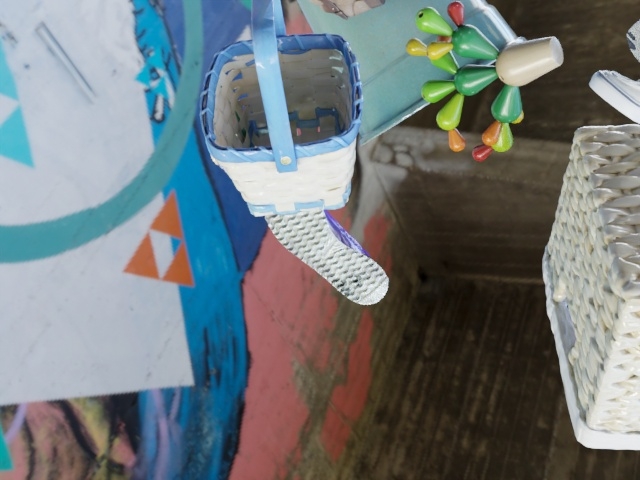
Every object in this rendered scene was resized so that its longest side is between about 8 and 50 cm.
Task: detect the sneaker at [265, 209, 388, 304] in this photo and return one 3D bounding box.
[{"bbox_3d":[0.000,0.001,1.469,0.102,0.293,0.146,-43,-173,3],"label":"sneaker"}]

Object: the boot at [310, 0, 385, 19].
[{"bbox_3d":[0.017,-0.288,0.864,0.087,0.118,0.042,6,-113,30],"label":"boot"}]

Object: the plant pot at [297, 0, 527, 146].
[{"bbox_3d":[0.129,-0.397,1.373,0.341,0.334,0.341,-31,-176,3],"label":"plant pot"}]

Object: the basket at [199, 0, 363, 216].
[{"bbox_3d":[-0.049,-0.183,0.955,0.201,0.289,0.254,-3,-135,0],"label":"basket"}]

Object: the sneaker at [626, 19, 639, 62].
[{"bbox_3d":[0.593,-0.351,1.206,0.153,0.235,0.094,-31,-94,-9],"label":"sneaker"}]

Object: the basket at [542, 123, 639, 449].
[{"bbox_3d":[0.454,0.044,0.922,0.331,0.266,0.328,-2,-137,8],"label":"basket"}]

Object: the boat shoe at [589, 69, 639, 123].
[{"bbox_3d":[0.776,-0.307,1.683,0.367,0.156,0.136,30,-150,5],"label":"boat shoe"}]

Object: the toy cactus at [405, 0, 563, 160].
[{"bbox_3d":[0.207,-0.202,0.950,0.180,0.219,0.112,-12,-154,41],"label":"toy cactus"}]
